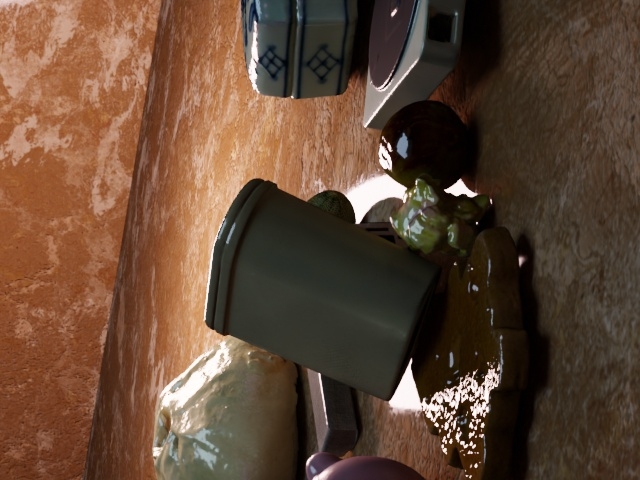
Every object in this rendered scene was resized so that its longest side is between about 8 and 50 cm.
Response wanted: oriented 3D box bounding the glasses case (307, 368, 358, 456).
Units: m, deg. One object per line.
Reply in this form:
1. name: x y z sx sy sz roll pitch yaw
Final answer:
1. glasses case: 0.014 0.200 2.033 0.070 0.047 0.205 106 160 -46

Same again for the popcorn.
1. popcorn: 0.133 -0.022 1.616 0.109 0.097 0.089 7 79 48

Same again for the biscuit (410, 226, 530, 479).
1. biscuit: 0.162 0.126 1.564 0.301 0.043 0.278 172 102 -76

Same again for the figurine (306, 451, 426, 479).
1. figurine: 0.056 0.324 1.639 0.173 0.173 0.173 -175 90 -74

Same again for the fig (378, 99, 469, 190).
1. fig: 0.111 -0.103 1.701 0.155 0.103 0.109 -32 31 60

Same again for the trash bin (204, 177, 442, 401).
1. trash bin: 0.001 0.062 1.697 0.243 0.247 0.121 101 -165 -53

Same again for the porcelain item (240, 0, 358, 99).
1. porcelain item: -0.037 -0.370 2.102 0.281 0.157 0.285 96 172 -62

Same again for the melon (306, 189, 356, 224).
1. melon: 0.000 0.000 2.050 0.099 0.099 0.162 -106 32 -51

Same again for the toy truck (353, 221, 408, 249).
1. toy truck: 0.044 0.065 1.887 0.242 0.101 0.125 124 143 -63

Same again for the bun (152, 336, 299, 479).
1. bun: -0.165 0.326 2.330 0.364 0.202 0.364 -173 90 -72

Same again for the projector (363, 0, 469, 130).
1. projector: 0.124 -0.286 1.738 0.259 0.079 0.257 134 145 -69
